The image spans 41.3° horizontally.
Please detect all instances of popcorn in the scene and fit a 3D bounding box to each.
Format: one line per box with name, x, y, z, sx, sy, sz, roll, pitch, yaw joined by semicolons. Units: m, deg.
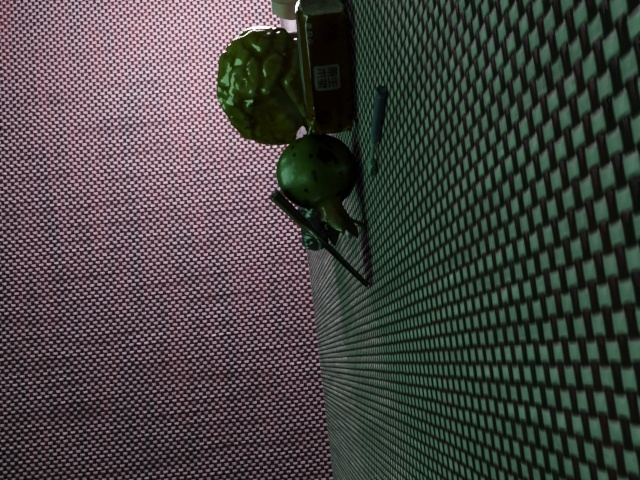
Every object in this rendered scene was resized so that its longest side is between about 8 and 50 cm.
popcorn;-0.107;-0.350;1.891;0.282;0.282;0.247;93;-178;-66

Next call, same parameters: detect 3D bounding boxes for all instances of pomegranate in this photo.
pomegranate;0.014;-0.102;1.549;0.220;0.156;0.156;49;165;16

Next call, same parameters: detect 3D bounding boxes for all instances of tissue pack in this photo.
tissue pack;0.006;-0.325;1.508;0.183;0.092;0.226;-102;8;-57

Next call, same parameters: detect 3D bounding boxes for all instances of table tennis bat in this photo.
table tennis bat;0.000;0.000;1.555;0.246;0.022;0.138;44;180;-17

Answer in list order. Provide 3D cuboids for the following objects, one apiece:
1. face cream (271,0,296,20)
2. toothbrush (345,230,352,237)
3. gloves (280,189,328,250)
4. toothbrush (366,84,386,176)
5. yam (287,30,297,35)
face cream;-0.080;-0.614;1.885;0.370;0.145;0.145;94;169;-65
toothbrush;0.047;-0.043;1.883;0.288;0.024;0.021;-121;22;-76
gloves;-0.035;-0.111;2.306;0.142;0.119;0.285;-105;-5;-64
toothbrush;0.080;-0.154;1.239;0.219;0.016;0.019;92;169;-63
yam;-0.101;-0.560;2.433;0.084;0.127;0.084;178;90;-89
